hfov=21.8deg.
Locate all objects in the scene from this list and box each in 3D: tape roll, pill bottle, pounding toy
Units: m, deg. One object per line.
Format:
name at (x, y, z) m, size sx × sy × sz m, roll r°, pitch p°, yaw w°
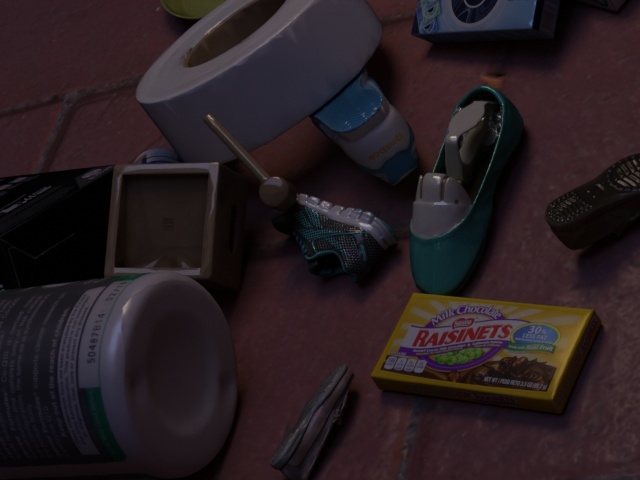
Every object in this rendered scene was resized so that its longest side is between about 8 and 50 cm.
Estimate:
tape roll at (-0.072, -0.207, 1.915) m, size 0.286 × 0.100 × 0.286 m, roll -31°, pitch 22°, yaw 14°
pill bottle at (-0.185, -0.046, 1.929) m, size 0.067 × 0.067 × 0.120 m, roll -25°, pitch 40°, yaw 16°
pill bottle at (-0.282, 0.147, 1.704) m, size 0.361 × 0.204 × 0.204 m, roll -7°, pitch 48°, yaw 31°
pounding toy at (-0.115, -0.039, 1.801) m, size 0.206 × 0.094 × 0.181 m, roll 0°, pitch 79°, yaw 20°

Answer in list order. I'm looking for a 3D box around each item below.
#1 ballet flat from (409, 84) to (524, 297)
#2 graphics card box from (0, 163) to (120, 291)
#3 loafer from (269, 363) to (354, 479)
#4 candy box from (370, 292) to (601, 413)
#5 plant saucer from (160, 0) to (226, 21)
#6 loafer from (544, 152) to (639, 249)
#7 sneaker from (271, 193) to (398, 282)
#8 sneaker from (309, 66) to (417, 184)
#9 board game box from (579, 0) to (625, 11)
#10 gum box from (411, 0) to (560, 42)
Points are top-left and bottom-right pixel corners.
ballet flat at (0.135, -0.059, 1.683) m, size 0.083 × 0.087 × 0.247 m, roll -1°, pitch 52°, yaw 36°
graphics card box at (-0.424, 0.001, 1.973) m, size 0.371 × 0.094 × 0.233 m, roll -6°, pitch 19°, yaw 34°
loafer at (-0.001, 0.177, 1.600) m, size 0.125 × 0.039 × 0.045 m, roll -54°, pitch 8°, yaw -23°
candy box at (0.152, 0.102, 1.559) m, size 0.206 × 0.027 × 0.105 m, roll 4°, pitch 51°, yaw 39°
plant saucer at (-0.104, -0.370, 2.210) m, size 0.241 × 0.037 × 0.241 m, roll -21°, pitch 41°, yaw 19°
loafer at (0.282, -0.037, 1.584) m, size 0.148 × 0.050 × 0.056 m, roll -22°, pitch 42°, yaw -6°
sneaker at (0.000, 0.000, 1.751) m, size 0.166 × 0.065 × 0.076 m, roll 13°, pitch 64°, yaw 46°
sneaker at (0.046, -0.124, 1.822) m, size 0.087 × 0.092 × 0.229 m, roll -36°, pitch 19°, yaw 5°
board game box at (0.280, -0.373, 1.909) m, size 0.193 × 0.053 × 0.305 m, roll -47°, pitch 40°, yaw -13°
gum box at (0.192, -0.301, 1.850) m, size 0.184 × 0.041 × 0.157 m, roll 4°, pitch 81°, yaw 48°
